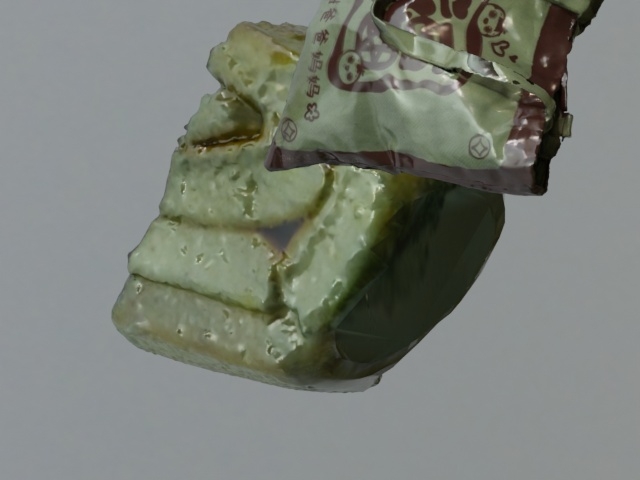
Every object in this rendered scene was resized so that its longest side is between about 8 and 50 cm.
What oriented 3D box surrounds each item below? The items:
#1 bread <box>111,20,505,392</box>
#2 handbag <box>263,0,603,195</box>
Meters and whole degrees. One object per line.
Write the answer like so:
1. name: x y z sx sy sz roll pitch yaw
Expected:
1. bread: 0.000 0.009 1.641 0.239 0.264 0.395 -2 -57 -52
2. handbag: 0.082 -0.140 1.278 0.127 0.235 0.213 41 -118 -53
